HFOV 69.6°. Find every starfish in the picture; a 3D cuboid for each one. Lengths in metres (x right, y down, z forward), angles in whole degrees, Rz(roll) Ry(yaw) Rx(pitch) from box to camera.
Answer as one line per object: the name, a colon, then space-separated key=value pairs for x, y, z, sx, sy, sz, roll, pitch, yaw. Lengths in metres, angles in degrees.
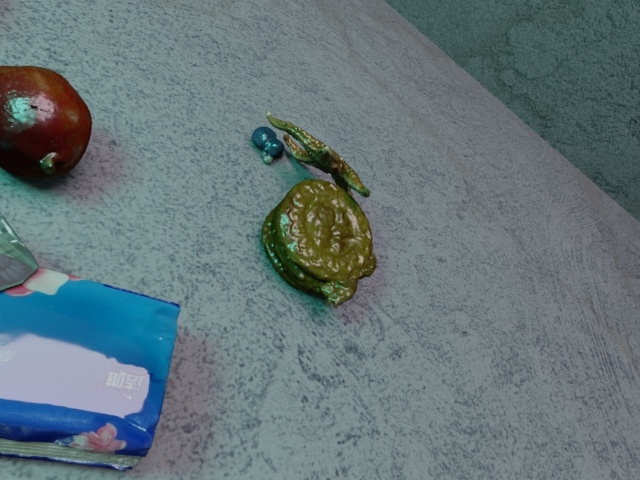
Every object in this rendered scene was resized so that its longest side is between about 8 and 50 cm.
starfish: x=0.015 y=-0.171 z=0.993 sx=0.299 sy=0.060 sz=0.302 roll=48 pitch=-5 yaw=-23

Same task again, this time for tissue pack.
tissue pack: x=-0.324 y=0.147 z=0.557 sx=0.269 sy=0.137 sz=0.209 roll=21 pitch=49 yaw=-23

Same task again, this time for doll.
doll: x=-0.118 y=-0.227 z=1.067 sx=0.083 sy=0.050 sz=0.076 roll=47 pitch=39 yaw=6

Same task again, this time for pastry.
pastry: x=0.000 y=0.000 z=0.935 sx=0.235 sy=0.132 sz=0.240 roll=52 pitch=50 yaw=-4

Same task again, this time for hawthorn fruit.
hawthorn fruit: x=-0.439 y=-0.170 z=0.706 sx=0.169 sy=0.169 sz=0.188 roll=-11 pitch=68 yaw=-41

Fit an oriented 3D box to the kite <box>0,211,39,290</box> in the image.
kite: x=-0.481 y=0.042 z=0.439 sx=0.204 sy=0.022 sz=0.360 roll=36 pitch=35 yaw=9
